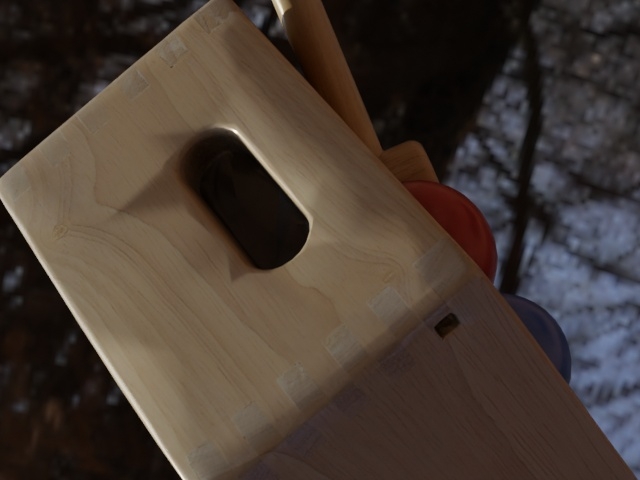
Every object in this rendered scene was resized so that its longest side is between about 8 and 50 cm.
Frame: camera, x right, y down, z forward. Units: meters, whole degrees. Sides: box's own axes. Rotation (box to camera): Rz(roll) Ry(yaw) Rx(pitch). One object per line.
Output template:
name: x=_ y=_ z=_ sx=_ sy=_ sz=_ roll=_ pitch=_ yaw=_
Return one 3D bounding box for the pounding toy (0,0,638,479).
pounding toy: x=0.000 y=0.000 z=0.436 sx=0.141 sy=0.100 sz=0.130 roll=51 pitch=-179 yaw=41
